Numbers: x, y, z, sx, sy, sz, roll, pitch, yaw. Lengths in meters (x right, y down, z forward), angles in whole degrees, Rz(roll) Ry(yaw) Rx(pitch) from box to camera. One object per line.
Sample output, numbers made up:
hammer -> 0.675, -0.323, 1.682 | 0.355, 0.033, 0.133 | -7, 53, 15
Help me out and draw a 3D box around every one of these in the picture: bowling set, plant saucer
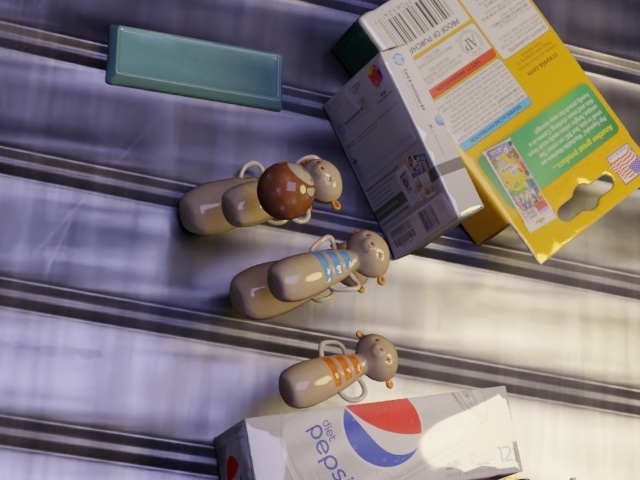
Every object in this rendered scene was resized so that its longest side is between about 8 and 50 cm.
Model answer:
bowling set -> 0.000, 0.000, 1.598 | 0.154, 0.200, 0.287 | -17, 65, -29
plant saucer -> -0.127, -0.181, 1.737 | 0.192, 0.018, 0.067 | 8, 70, -21

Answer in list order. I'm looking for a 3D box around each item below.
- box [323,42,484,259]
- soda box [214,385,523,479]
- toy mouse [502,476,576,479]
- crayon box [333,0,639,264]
box -> 0.082, -0.089, 1.722 | 0.038, 0.145, 0.186 | -22, 82, -30
soda box -> 0.048, 0.209, 1.635 | 0.286, 0.098, 0.091 | -5, 74, -23
toy mouse -> 0.192, 0.314, 1.696 | 0.161, 0.031, 0.143 | 3, 71, -22
crayon box -> 0.191, -0.142, 1.820 | 0.203, 0.083, 0.323 | -35, 88, -28
